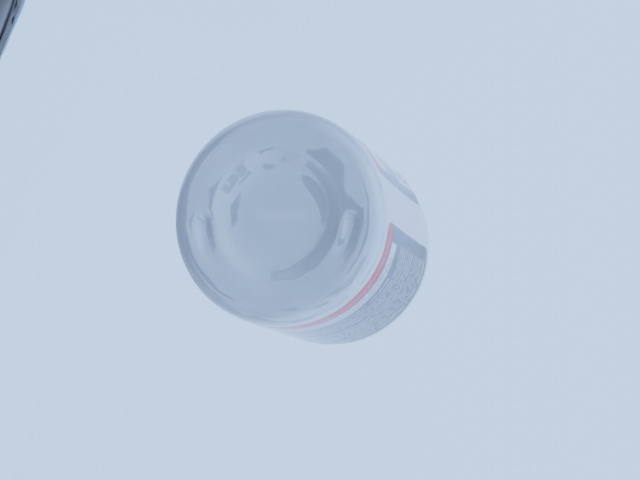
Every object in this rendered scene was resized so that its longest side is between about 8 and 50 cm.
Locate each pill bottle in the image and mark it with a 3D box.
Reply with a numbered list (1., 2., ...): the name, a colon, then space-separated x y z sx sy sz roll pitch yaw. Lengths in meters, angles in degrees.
1. pill bottle: 0.000 0.000 0.999 0.108 0.108 0.180 -67 -16 -2

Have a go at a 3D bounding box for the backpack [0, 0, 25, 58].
1. backpack: -0.259 -0.084 0.880 0.253 0.191 0.225 -59 -22 8
